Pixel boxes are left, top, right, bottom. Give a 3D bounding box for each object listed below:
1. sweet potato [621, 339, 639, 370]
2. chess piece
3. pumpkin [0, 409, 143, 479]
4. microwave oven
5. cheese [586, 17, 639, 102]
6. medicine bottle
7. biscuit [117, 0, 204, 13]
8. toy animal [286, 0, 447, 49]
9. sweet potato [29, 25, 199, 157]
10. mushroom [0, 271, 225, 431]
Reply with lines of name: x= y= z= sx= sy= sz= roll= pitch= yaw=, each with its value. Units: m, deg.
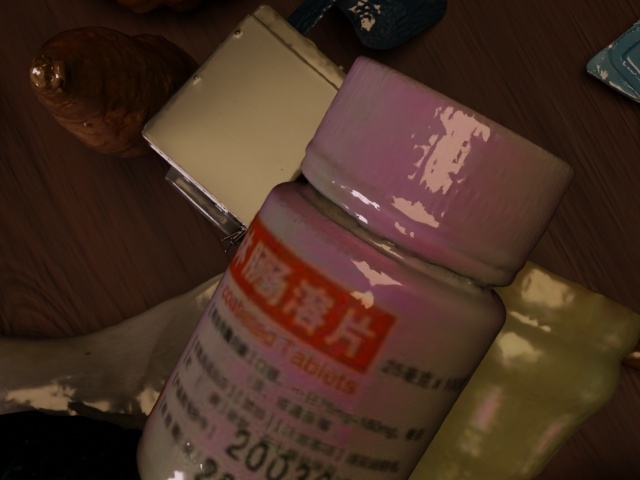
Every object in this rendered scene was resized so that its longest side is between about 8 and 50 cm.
sweet potato: x=0.409 y=0.127 z=0.890 sx=0.182 sy=0.054 sz=0.053 roll=-2 pitch=119 yaw=-2
chess piece: x=0.132 y=0.230 z=0.811 sx=0.234 sy=0.234 sz=0.442 roll=23 pitch=89 yaw=3
pumpkin: x=-0.254 y=0.321 z=0.739 sx=0.363 sy=0.266 sz=0.363 roll=2 pitch=127 yaw=2
microwave oven: x=-0.064 y=-0.096 z=0.821 sx=0.145 sy=0.240 sz=0.194 roll=44 pitch=87 yaw=3
cheese: x=0.421 y=-0.143 z=0.914 sx=0.135 sy=0.052 sz=0.244 roll=-39 pitch=85 yaw=-5
medicine bottle: x=0.025 y=0.064 z=0.666 sx=0.219 sy=0.219 sz=0.388 roll=30 pitch=102 yaw=3
biscuit: x=-0.179 y=-0.414 z=0.919 sx=0.326 sy=0.107 sz=0.325 roll=0 pitch=88 yaw=-1
toy animal: x=0.040 y=-0.296 z=0.876 sx=0.255 sy=0.176 sz=0.239 roll=-46 pitch=121 yaw=-6
sweet potato: x=-0.201 y=-0.141 z=0.792 sx=0.131 sy=0.336 sz=0.131 roll=1 pitch=103 yaw=6
mushroom: x=-0.281 y=0.142 z=0.864 sx=0.397 sy=0.126 sz=0.177 roll=-5 pitch=74 yaw=1
